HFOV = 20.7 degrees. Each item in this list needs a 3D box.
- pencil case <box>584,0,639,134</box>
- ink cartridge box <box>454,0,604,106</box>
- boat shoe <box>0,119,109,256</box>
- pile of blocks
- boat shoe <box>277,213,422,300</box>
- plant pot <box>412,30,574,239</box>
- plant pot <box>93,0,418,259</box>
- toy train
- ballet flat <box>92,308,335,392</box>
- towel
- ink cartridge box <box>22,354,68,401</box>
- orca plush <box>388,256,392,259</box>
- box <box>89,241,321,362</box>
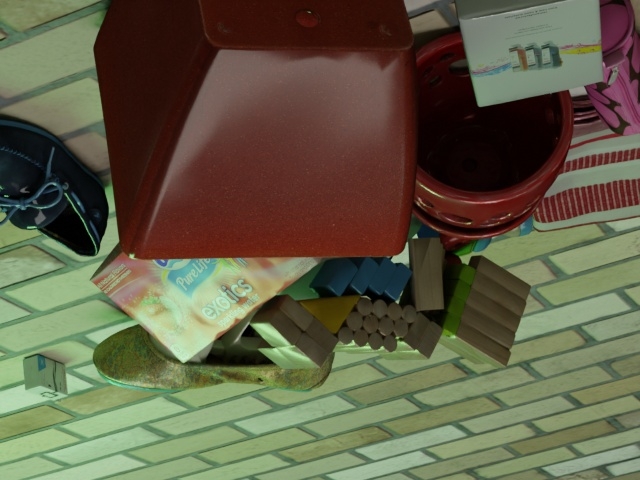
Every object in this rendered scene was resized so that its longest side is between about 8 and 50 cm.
[{"bbox_3d":[0.300,-0.178,1.792,0.095,0.098,0.209,-37,152,8],"label":"pencil case"},{"bbox_3d":[0.187,-0.225,1.615,0.127,0.128,0.176,-11,157,5],"label":"ink cartridge box"},{"bbox_3d":[-0.299,-0.054,1.896,0.109,0.089,0.258,-20,154,26],"label":"boat shoe"},{"bbox_3d":[0.066,0.073,2.002,0.362,0.149,0.112,2,175,-33],"label":"pile of blocks"},{"bbox_3d":[0.018,0.006,2.031,0.219,0.070,0.078,-28,152,-34],"label":"boat shoe"},{"bbox_3d":[0.162,-0.098,1.822,0.191,0.191,0.174,-8,159,0],"label":"plant pot"},{"bbox_3d":[-0.044,-0.159,1.561,0.267,0.267,0.236,0,144,-17],"label":"plant pot"},{"bbox_3d":[0.192,-0.055,2.052,0.143,0.105,0.248,-15,158,-11],"label":"toy train"},{"bbox_3d":[-0.135,0.139,2.383,0.348,0.123,0.123,5,153,-27],"label":"ballet flat"},{"bbox_3d":[0.370,-0.092,2.093,0.237,0.037,0.329,-8,157,2],"label":"towel"},{"bbox_3d":[-0.385,0.197,2.488,0.028,0.048,0.083,-19,156,23],"label":"ink cartridge box"},{"bbox_3d":[0.000,0.000,2.098,0.151,0.102,0.287,-18,154,21],"label":"orca plush"},{"bbox_3d":[-0.104,-0.009,1.928,0.154,0.142,0.300,43,139,-10],"label":"box"}]
